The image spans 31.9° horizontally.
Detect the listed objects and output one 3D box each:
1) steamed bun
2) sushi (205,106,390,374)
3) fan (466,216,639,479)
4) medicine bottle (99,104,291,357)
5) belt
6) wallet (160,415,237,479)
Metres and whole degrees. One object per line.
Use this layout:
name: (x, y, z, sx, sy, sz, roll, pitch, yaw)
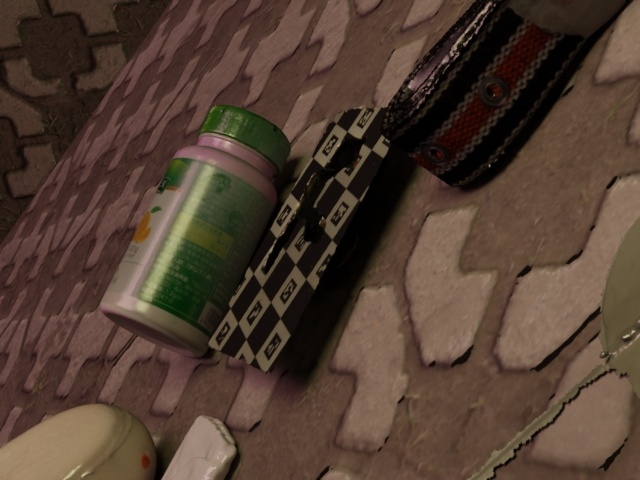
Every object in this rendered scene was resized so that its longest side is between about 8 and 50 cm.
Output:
steamed bun: (-0.273, 0.273, 1.181, 0.228, 0.131, 0.177, -30, 23, -8)
sushi: (0.000, 0.000, 1.082, 0.280, 0.043, 0.192, -62, 22, -8)
fan: (0.182, 0.056, 0.656, 0.329, 0.009, 0.191, -48, 25, 27)
medicine bottle: (-0.134, -0.015, 1.277, 0.133, 0.133, 0.274, -8, 53, 63)
belt: (0.183, -0.195, 0.868, 0.359, 0.094, 0.126, -52, 24, 20)
wallet: (-0.143, 0.258, 1.080, 0.183, 0.032, 0.124, -60, 19, 1)
